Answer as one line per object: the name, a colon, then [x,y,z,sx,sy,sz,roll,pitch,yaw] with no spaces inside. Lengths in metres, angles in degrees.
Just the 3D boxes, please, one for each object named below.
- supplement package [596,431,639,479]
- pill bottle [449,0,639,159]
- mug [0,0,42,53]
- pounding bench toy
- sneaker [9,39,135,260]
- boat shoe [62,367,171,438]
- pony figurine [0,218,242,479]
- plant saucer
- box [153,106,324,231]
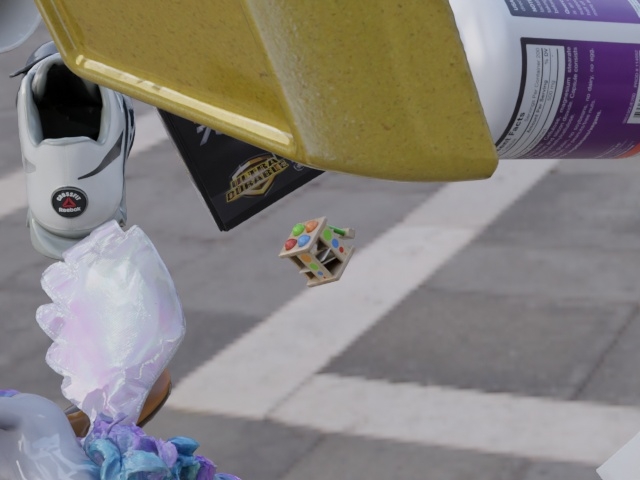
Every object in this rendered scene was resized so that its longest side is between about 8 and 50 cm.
supplement package: [0.398,0.164,1.163,0.263,0.199,0.198,-22,-21,-32]
pill bottle: [0.199,-0.171,1.529,0.323,0.181,0.181,-2,13,-31]
mug: [-0.336,-0.237,1.289,0.169,0.113,0.150,16,-16,34]
pounding bench toy: [0.000,0.000,1.787,0.052,0.065,0.083,-15,36,45]
sneaker: [-0.239,-0.136,1.496,0.123,0.146,0.330,-6,37,-10]
boat shoe: [-0.241,0.201,1.589,0.207,0.073,0.073,-34,-4,-18]
pony figurine: [-0.216,0.164,1.161,0.351,0.302,0.363,45,18,33]
plant saucer: [-0.088,-0.178,0.800,0.081,0.332,0.333,-40,39,-24]
box: [-0.058,-0.191,1.921,0.296,0.293,0.073,-31,49,-8]
